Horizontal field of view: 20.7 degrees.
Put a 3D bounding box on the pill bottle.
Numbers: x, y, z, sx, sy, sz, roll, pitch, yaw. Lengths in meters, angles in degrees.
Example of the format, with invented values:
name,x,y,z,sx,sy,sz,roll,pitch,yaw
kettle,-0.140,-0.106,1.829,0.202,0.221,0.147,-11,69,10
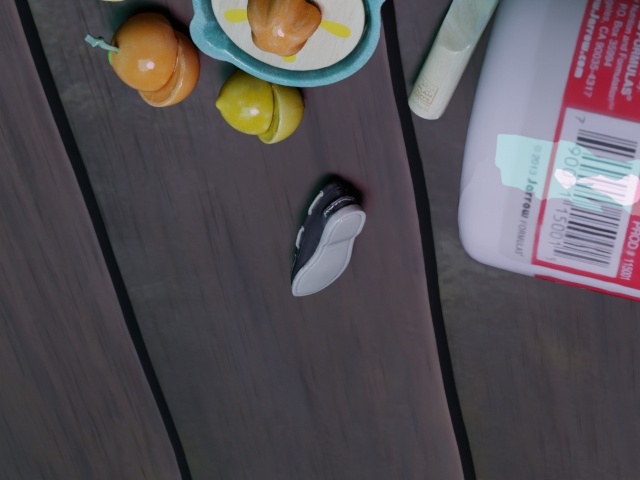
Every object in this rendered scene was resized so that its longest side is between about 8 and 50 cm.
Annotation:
name,x,y,z,sx,sy,sz,roll,pitch,yaw
pill bottle,0.307,-0.052,1.097,0.408,0.229,0.229,14,137,10

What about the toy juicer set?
name,x,y,z,sx,sy,sz,roll,pitch,yaw
toy juicer set,-0.018,-0.138,1.238,0.329,0.089,0.209,7,136,12

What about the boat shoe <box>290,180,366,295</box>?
name,x,y,z,sx,sy,sz,roll,pitch,yaw
boat shoe,0.000,0.000,1.412,0.046,0.038,0.125,-16,152,-25
